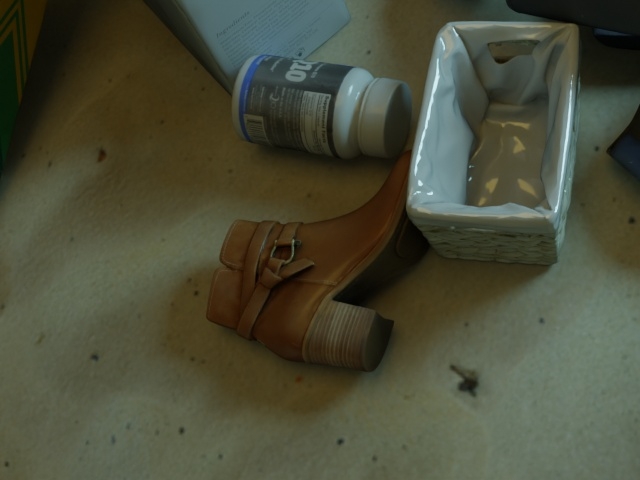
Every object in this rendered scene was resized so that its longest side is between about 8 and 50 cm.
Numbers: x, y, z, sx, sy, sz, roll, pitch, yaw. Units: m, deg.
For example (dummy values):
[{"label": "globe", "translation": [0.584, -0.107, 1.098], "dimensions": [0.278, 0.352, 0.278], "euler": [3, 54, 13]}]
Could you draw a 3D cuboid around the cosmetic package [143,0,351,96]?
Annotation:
[{"label": "cosmetic package", "translation": [-0.113, -0.277, 0.950], "dimensions": [0.138, 0.224, 0.224], "euler": [-40, 61, -2]}]

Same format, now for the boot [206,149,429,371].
[{"label": "boot", "translation": [0.000, 0.000, 0.878], "dimensions": [0.152, 0.073, 0.197], "euler": [14, 69, 27]}]

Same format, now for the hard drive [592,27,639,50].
[{"label": "hard drive", "translation": [0.348, -0.230, 0.874], "dimensions": [0.255, 0.054, 0.171], "euler": [-3, 66, 18]}]

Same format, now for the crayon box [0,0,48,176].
[{"label": "crayon box", "translation": [-0.366, -0.199, 1.020], "dimensions": [0.202, 0.081, 0.318], "euler": [17, 93, 24]}]

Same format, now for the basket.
[{"label": "basket", "translation": [0.140, -0.071, 0.844], "dimensions": [0.113, 0.103, 0.167], "euler": [4, 69, 20]}]

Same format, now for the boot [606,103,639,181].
[{"label": "boot", "translation": [0.313, -0.037, 0.804], "dimensions": [0.106, 0.082, 0.219], "euler": [-47, 64, 19]}]

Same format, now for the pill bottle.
[{"label": "pill bottle", "translation": [0.002, -0.110, 0.921], "dimensions": [0.137, 0.078, 0.078], "euler": [11, 71, 22]}]

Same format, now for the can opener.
[{"label": "can opener", "translation": [0.179, -0.227, 0.857], "dimensions": [0.076, 0.095, 0.283], "euler": [-21, 27, -24]}]
